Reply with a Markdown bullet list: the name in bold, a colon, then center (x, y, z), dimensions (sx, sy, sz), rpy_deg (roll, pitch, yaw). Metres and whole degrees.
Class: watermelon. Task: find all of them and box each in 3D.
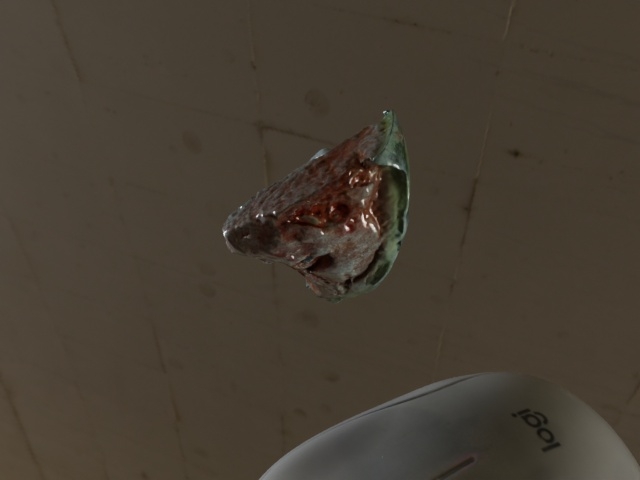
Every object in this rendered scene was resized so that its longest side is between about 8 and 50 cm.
- **watermelon**: center (0.000, 0.000, 0.481), dimensions (0.071, 0.139, 0.187), rpy_deg (64, -28, 31)

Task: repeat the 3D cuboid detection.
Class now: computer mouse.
- **computer mouse**: center (0.092, 0.178, 0.453), dimensions (0.297, 0.184, 0.121), rpy_deg (-10, -46, -22)

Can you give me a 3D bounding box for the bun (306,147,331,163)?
- **bun**: center (-0.001, -0.062, 0.758), dimensions (0.045, 0.083, 0.083), rpy_deg (34, -39, -16)
